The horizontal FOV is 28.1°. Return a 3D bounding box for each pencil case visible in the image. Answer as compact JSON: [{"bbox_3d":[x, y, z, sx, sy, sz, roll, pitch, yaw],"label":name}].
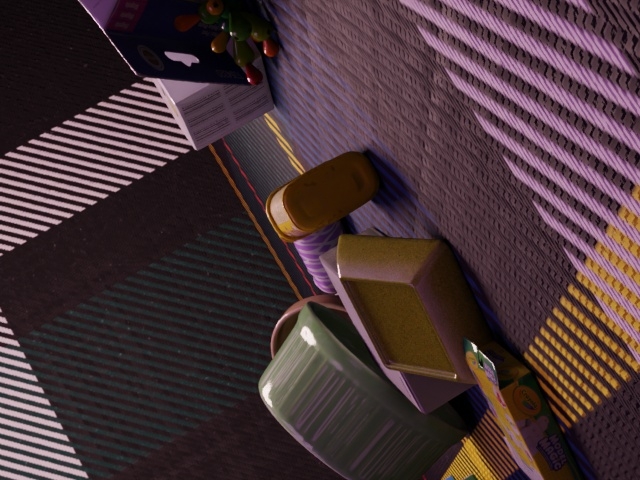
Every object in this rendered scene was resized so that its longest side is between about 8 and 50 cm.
[{"bbox_3d":[0.000,0.000,2.014,0.088,0.086,0.206,46,166,38],"label":"pencil case"}]

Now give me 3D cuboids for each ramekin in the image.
[{"bbox_3d":[0.054,0.240,1.875,0.303,0.148,0.303,38,-175,-4],"label":"ramekin"}]

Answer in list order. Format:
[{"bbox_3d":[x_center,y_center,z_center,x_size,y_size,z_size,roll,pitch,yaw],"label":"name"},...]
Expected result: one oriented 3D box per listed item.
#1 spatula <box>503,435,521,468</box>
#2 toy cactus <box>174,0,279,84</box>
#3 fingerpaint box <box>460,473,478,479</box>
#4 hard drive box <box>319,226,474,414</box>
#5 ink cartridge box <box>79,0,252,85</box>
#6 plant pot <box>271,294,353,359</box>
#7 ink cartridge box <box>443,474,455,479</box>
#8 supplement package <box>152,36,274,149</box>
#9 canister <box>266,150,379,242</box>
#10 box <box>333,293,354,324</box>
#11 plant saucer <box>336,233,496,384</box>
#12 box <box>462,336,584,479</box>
[{"bbox_3d":[0.283,0.314,1.497,0.242,0.019,0.168,151,95,-83],"label":"spatula"},{"bbox_3d":[-0.133,-0.314,1.647,0.219,0.112,0.180,54,-168,-56],"label":"toy cactus"},{"bbox_3d":[0.327,0.653,2.023,0.445,0.163,0.371,64,174,-32],"label":"fingerpaint box"},{"bbox_3d":[0.098,0.098,1.648,0.181,0.089,0.232,62,175,-16],"label":"hard drive box"},{"bbox_3d":[-0.237,-0.352,1.699,0.330,0.071,0.324,50,-160,12],"label":"ink cartridge box"},{"bbox_3d":[0.046,0.172,2.118,0.237,0.237,0.110,63,-145,-22],"label":"plant pot"},{"bbox_3d":[0.268,0.527,2.459,0.122,0.052,0.088,55,172,33],"label":"ink cartridge box"},{"bbox_3d":[-0.187,-0.280,1.947,0.194,0.149,0.203,59,175,15],"label":"supplement package"},{"bbox_3d":[0.001,-0.054,1.566,0.073,0.126,0.170,61,172,-2],"label":"canister"},{"bbox_3d":[0.044,0.190,2.454,0.178,0.109,0.042,56,174,40],"label":"box"},{"bbox_3d":[0.101,0.085,1.419,0.188,0.045,0.188,4,126,53],"label":"plant saucer"},{"bbox_3d":[0.210,0.181,1.336,0.179,0.043,0.105,60,175,-20],"label":"box"}]
